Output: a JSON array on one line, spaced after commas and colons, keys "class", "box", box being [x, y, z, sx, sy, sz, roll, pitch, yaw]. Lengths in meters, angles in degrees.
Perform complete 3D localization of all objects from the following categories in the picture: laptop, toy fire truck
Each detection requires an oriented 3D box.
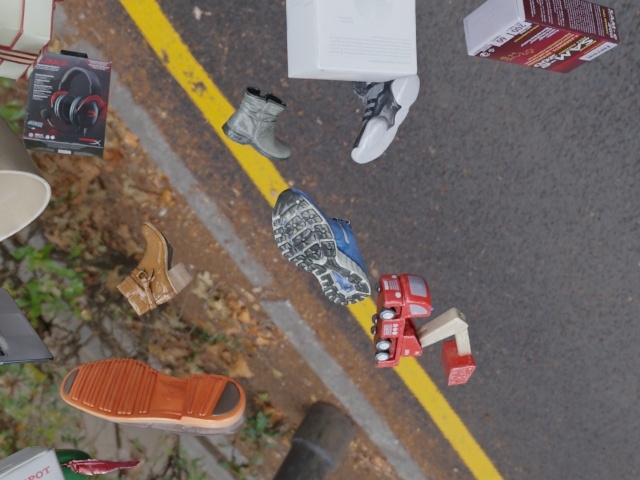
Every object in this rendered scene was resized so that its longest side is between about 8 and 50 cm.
[{"class": "laptop", "box": [-0.901, 0.117, 1.749, 0.382, 0.407, 0.237, 35, 111, 41]}, {"class": "toy fire truck", "box": [0.132, 0.113, 0.879, 0.135, 0.047, 0.192, -4, 137, -4]}]

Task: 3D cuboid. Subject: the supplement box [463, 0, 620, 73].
[{"class": "supplement box", "box": [0.382, -0.361, 1.219, 0.239, 0.073, 0.130, 1, 166, -28]}]

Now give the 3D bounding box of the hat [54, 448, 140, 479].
[{"class": "hat", "box": [-0.539, 0.479, 1.584, 0.208, 0.184, 0.173, 42, 174, -8]}]

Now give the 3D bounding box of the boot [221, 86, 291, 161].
[{"class": "boot", "box": [-0.142, -0.323, 1.978, 0.246, 0.083, 0.161, 19, 124, -41]}]

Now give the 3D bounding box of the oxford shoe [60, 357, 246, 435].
[{"class": "oxford shoe", "box": [-0.325, 0.326, 1.376, 0.363, 0.130, 0.133, 9, 139, 6]}]

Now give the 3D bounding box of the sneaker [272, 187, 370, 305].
[{"class": "sneaker", "box": [0.000, 0.000, 1.583, 0.129, 0.147, 0.330, -23, 128, 18]}]

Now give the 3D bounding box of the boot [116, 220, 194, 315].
[{"class": "boot", "box": [-0.399, 0.061, 1.605, 0.197, 0.152, 0.073, 51, 172, 23]}]

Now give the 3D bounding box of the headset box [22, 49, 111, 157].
[{"class": "headset box", "box": [-0.718, -0.400, 2.013, 0.217, 0.294, 0.110, 6, 168, -18]}]

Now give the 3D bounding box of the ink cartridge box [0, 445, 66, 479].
[{"class": "ink cartridge box", "box": [-0.416, 0.413, 0.968, 0.093, 0.154, 0.213, -11, 99, 44]}]

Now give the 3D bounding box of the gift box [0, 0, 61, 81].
[{"class": "gift box", "box": [-0.560, -0.397, 1.150, 0.258, 0.277, 0.255, 4, 177, -34]}]

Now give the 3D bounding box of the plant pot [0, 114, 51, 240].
[{"class": "plant pot", "box": [-0.537, -0.138, 0.933, 0.274, 0.256, 0.256, 61, 143, 10]}]

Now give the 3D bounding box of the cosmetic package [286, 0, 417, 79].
[{"class": "cosmetic package", "box": [0.059, -0.431, 1.375, 0.138, 0.223, 0.225, 4, 97, 62]}]

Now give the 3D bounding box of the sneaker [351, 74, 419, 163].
[{"class": "sneaker", "box": [0.132, -0.335, 1.824, 0.153, 0.269, 0.101, 33, -179, 33]}]
